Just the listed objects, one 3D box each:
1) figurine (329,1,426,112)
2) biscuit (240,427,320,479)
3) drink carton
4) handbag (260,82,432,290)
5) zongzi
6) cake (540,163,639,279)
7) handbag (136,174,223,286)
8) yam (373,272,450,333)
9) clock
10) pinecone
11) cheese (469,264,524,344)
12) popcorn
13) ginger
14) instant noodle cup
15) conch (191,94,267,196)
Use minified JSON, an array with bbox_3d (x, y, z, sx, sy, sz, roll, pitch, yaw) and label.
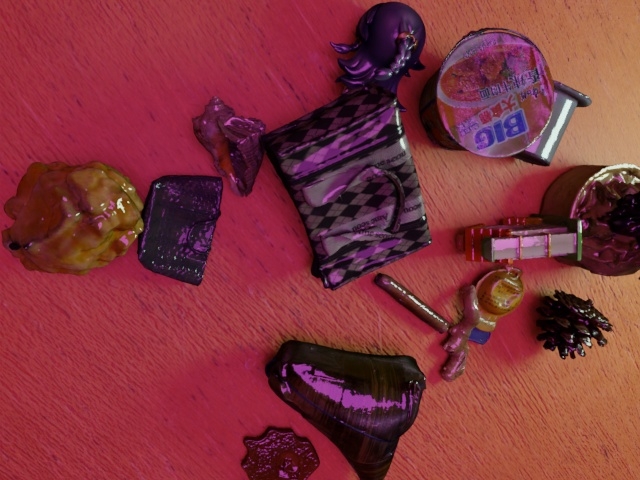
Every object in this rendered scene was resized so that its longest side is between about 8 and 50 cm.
[{"bbox_3d":[0.147,-0.436,1.177,0.175,0.197,0.264,10,90,-58],"label":"figurine"},{"bbox_3d":[-0.118,0.583,1.304,0.215,0.034,0.182,40,85,-14],"label":"biscuit"},{"bbox_3d":[0.569,-0.314,1.297,0.186,0.191,0.189,23,97,-18],"label":"drink carton"},{"bbox_3d":[0.070,-0.103,1.140,0.317,0.180,0.415,-30,125,-9],"label":"handbag"},{"bbox_3d":[0.028,0.477,1.262,0.404,0.208,0.431,13,106,-11],"label":"zongzi"},{"bbox_3d":[0.819,-0.050,1.322,0.333,0.321,0.331,-2,100,-14],"label":"cake"},{"bbox_3d":[-0.329,-0.034,1.148,0.175,0.089,0.270,12,93,-24],"label":"handbag"},{"bbox_3d":[0.251,0.172,1.342,0.264,0.046,0.046,37,87,-17],"label":"yam"},{"bbox_3d":[0.511,-0.005,1.305,0.256,0.220,0.106,-4,97,-6],"label":"clock"},{"bbox_3d":[0.713,0.246,1.401,0.208,0.208,0.207,-2,98,-15],"label":"pinecone"},{"bbox_3d":[0.492,0.183,1.398,0.157,0.064,0.250,23,101,-14],"label":"cheese"},{"bbox_3d":[-0.518,-0.048,1.024,0.286,0.215,0.252,-37,106,9],"label":"popcorn"},{"bbox_3d":[0.393,0.265,1.380,0.089,0.075,0.287,7,103,-5],"label":"ginger"},{"bbox_3d":[0.384,-0.340,1.209,0.297,0.214,0.296,-1,95,-8],"label":"instant noodle cup"},{"bbox_3d":[-0.196,-0.207,1.116,0.163,0.178,0.245,-11,119,-4],"label":"conch"}]
